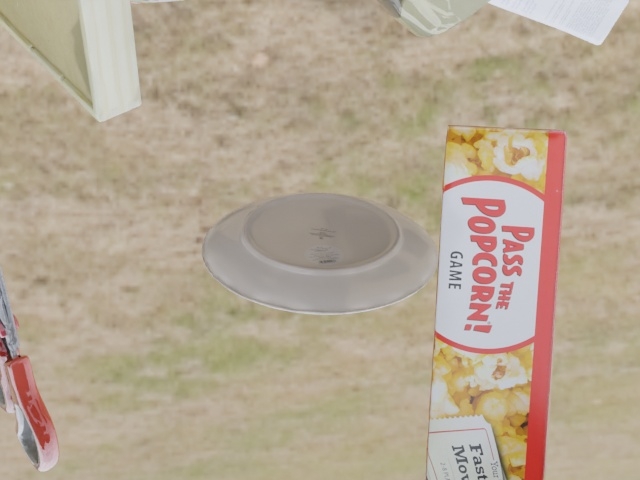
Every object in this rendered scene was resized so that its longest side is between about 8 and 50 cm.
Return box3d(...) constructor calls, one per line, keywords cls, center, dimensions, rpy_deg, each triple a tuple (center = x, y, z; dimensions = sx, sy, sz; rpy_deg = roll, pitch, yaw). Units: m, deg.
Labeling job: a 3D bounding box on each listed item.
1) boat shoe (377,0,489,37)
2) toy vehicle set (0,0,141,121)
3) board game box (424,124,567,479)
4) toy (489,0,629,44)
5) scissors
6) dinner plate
box3d(cls="boat shoe", center=(0.014, -0.182, 0.507), dimensions=(0.103, 0.113, 0.302), rpy_deg=(42, -173, -22))
box3d(cls="toy vehicle set", center=(-0.187, -0.226, 0.726), dimensions=(0.035, 0.166, 0.266), rpy_deg=(-29, 144, -26))
box3d(cls="board game box", center=(0.074, 0.051, 0.463), dimensions=(0.045, 0.193, 0.147), rpy_deg=(3, -174, 12))
box3d(cls="toy", center=(0.135, -0.247, 0.827), dimensions=(0.237, 0.056, 0.137), rpy_deg=(21, 137, -6))
box3d(cls="scissors", center=(-0.207, 0.075, 0.761), dimensions=(0.021, 0.109, 0.297), rpy_deg=(-25, 160, -27))
box3d(cls="dinner plate", center=(0.000, 0.000, 0.659), dimensions=(0.141, 0.141, 0.017), rpy_deg=(-1, 121, -5))
